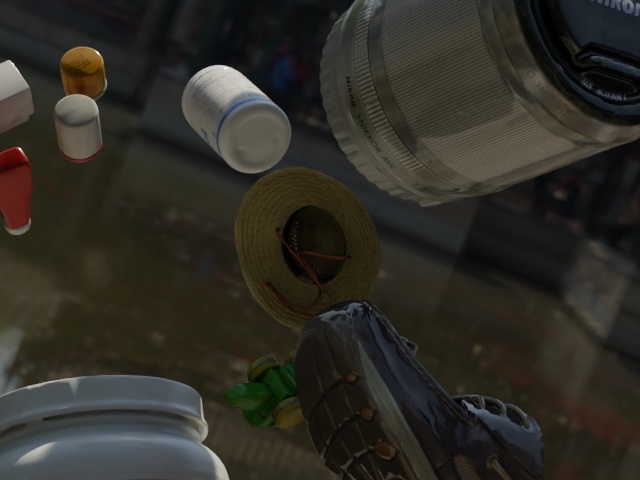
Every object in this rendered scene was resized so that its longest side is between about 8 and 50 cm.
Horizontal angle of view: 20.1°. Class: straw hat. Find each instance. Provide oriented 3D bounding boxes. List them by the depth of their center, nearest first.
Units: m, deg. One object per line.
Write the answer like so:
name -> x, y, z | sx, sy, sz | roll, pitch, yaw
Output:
straw hat -> 0.000, 0.000, 1.515 | 0.144, 0.144, 0.061 | 23, 27, 20

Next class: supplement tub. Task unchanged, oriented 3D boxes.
supplement tub -> -0.179, 0.289, 1.500 | 0.228, 0.316, 0.228 | -6, -21, -2
supplement tub -> -0.078, -0.112, 1.668 | 0.071, 0.071, 0.107 | 18, 15, -33

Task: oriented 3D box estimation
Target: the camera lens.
camera lens -> 0.158, -0.161, 1.557 | 0.219, 0.219, 0.274 | 18, -24, -33

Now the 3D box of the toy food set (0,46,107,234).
toy food set -> -0.285, -0.075, 1.623 | 0.111, 0.232, 0.104 | 51, -22, 28

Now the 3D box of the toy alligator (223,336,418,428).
toy alligator -> -0.002, 0.121, 1.480 | 0.190, 0.051, 0.056 | -12, 52, -36

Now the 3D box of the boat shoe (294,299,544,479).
boat shoe -> 0.102, 0.182, 1.416 | 0.132, 0.130, 0.355 | 4, -52, 55
